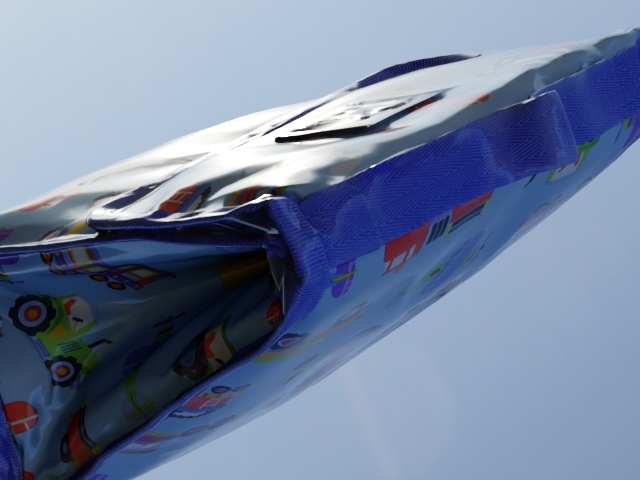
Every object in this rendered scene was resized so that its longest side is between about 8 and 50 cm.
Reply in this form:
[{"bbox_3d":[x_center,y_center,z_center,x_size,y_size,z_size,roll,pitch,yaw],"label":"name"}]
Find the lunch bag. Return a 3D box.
[{"bbox_3d":[0.000,0.000,0.763,0.221,0.138,0.293,-25,-177,-40],"label":"lunch bag"}]
